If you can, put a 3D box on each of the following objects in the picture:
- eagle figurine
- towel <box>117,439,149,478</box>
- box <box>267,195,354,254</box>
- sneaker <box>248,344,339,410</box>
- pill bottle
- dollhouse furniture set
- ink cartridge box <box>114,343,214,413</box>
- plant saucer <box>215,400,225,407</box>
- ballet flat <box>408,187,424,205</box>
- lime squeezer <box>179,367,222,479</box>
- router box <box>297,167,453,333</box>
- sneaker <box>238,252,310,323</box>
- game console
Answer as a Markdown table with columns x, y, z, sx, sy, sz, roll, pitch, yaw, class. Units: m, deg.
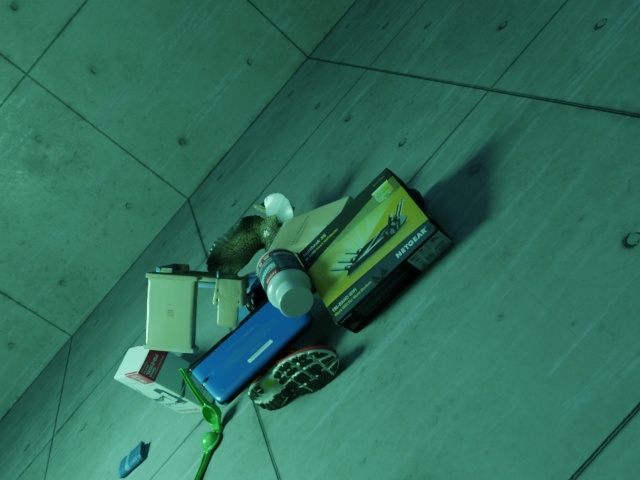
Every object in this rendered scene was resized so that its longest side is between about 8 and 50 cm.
| x | y | z | sx | sy | sz | roll | pitch | yaw | class |
| --- | --- | --- | --- | --- | --- | --- | --- | --- | --- |
| -0.172 | 0.021 | 2.056 | 0.226 | 0.225 | 0.298 | -12 | 34 | 49 | eagle figurine |
| -0.558 | 0.650 | 2.011 | 0.119 | 0.029 | 0.067 | -42 | 25 | 19 | towel |
| 0.000 | 0.000 | 1.848 | 0.311 | 0.121 | 0.148 | -19 | 38 | 51 | box |
| -0.065 | 0.288 | 1.557 | 0.279 | 0.107 | 0.118 | -32 | 23 | 36 | sneaker |
| -0.081 | 0.101 | 1.599 | 0.108 | 0.108 | 0.180 | -48 | 30 | 7 | pill bottle |
| -0.317 | 0.180 | 1.874 | 0.303 | 0.287 | 0.198 | -24 | -63 | -81 | dollhouse furniture set |
| -0.424 | 0.389 | 1.894 | 0.172 | 0.237 | 0.100 | -21 | 40 | 50 | ink cartridge box |
| -0.251 | 0.396 | 1.840 | 0.119 | 0.021 | 0.119 | -40 | 24 | 22 | plant saucer |
| 0.177 | -0.041 | 1.658 | 0.203 | 0.074 | 0.074 | -45 | 23 | 1 | ballet flat |
| -0.292 | 0.476 | 1.704 | 0.059 | 0.110 | 0.310 | -17 | 68 | 28 | lime squeezer |
| 0.116 | 0.020 | 1.555 | 0.309 | 0.081 | 0.243 | -45 | 44 | 13 | router box |
| -0.168 | 0.153 | 1.864 | 0.330 | 0.130 | 0.147 | -39 | 8 | 43 | sneaker |
| -0.153 | 0.283 | 1.665 | 0.293 | 0.173 | 0.250 | -42 | 38 | -15 | game console |
